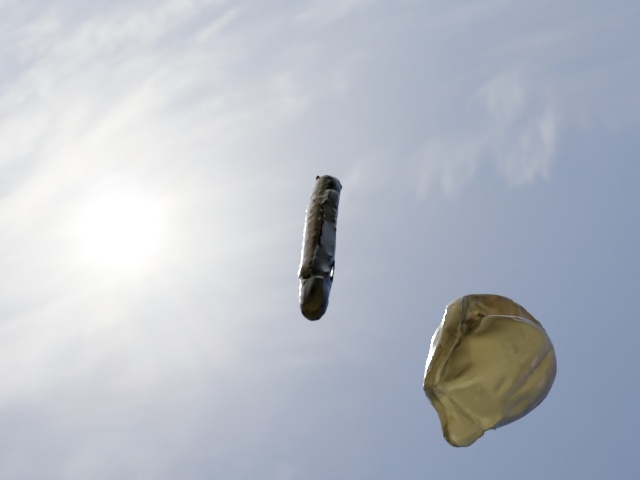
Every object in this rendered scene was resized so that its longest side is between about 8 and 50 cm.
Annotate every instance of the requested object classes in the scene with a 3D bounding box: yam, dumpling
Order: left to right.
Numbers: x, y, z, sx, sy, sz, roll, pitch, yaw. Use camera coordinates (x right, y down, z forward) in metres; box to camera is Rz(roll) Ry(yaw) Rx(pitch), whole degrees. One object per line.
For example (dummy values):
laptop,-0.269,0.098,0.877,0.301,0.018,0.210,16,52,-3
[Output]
yam,0.000,0.000,0.495,0.014,0.014,0.107,-13,-154,11
dumpling,0.162,0.119,1.262,0.118,0.136,0.199,-14,-162,40
